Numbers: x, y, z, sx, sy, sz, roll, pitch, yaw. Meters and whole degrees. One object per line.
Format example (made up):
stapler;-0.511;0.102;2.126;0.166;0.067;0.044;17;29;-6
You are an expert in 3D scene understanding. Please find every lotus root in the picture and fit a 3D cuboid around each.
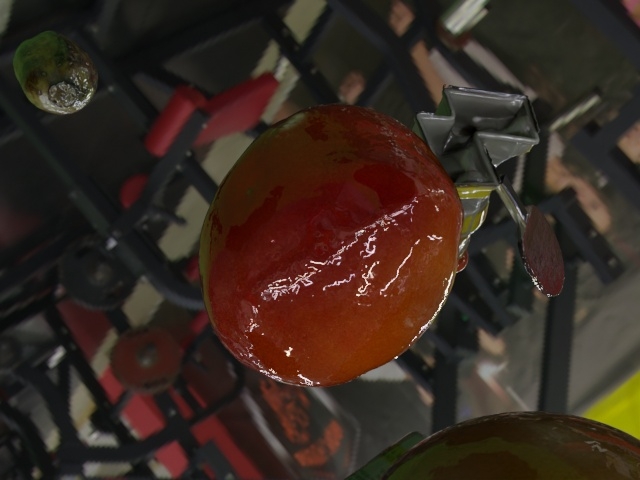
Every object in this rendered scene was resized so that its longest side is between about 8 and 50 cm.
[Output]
lotus root;-0.319;-0.202;1.357;0.089;0.179;0.080;-28;125;-11

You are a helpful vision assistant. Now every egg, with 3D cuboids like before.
egg;0.194;0.297;1.022;0.351;0.282;0.283;-2;-160;39

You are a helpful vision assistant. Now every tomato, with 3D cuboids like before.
tomato;-0.001;-0.003;1.000;0.260;0.260;0.180;-43;129;11

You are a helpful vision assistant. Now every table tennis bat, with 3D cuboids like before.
table tennis bat;0.230;-0.007;1.232;0.014;0.158;0.095;-15;-148;34

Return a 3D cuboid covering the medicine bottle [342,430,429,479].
medicine bottle;0.047;0.416;1.422;0.340;0.208;0.208;-33;170;-13

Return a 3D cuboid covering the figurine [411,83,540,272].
figurine;0.121;-0.037;1.267;0.308;0.143;0.308;-32;162;-12
